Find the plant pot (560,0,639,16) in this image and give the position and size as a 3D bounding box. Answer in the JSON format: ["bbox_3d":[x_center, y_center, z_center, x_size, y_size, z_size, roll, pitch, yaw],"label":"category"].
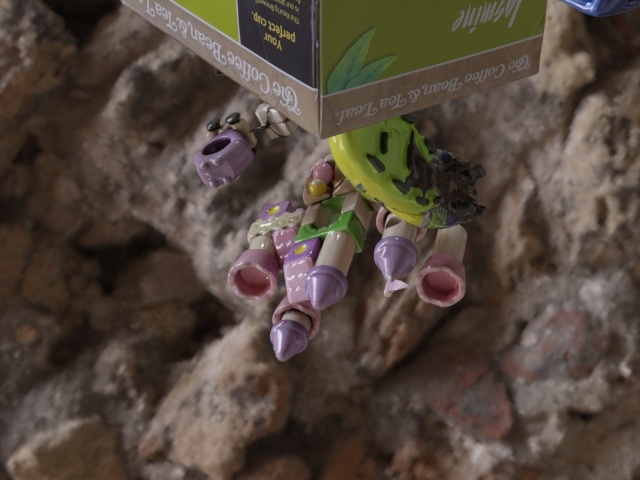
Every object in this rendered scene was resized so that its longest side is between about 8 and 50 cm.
[{"bbox_3d":[0.370,-0.430,1.521,0.212,0.236,0.236,-8,-54,-41],"label":"plant pot"}]

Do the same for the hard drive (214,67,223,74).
[{"bbox_3d":[-0.090,-0.282,1.706,0.022,0.135,0.094,117,146,-59],"label":"hard drive"}]

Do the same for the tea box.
[{"bbox_3d":[-0.005,-0.301,0.908,0.220,0.329,0.323,-19,-52,-28],"label":"tea box"}]

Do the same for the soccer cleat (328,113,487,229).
[{"bbox_3d":[0.067,-0.063,1.173,0.289,0.121,0.093,19,-110,-60],"label":"soccer cleat"}]

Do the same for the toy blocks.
[{"bbox_3d":[0.000,0.000,1.510,0.289,0.309,0.260,-16,29,26],"label":"toy blocks"}]
